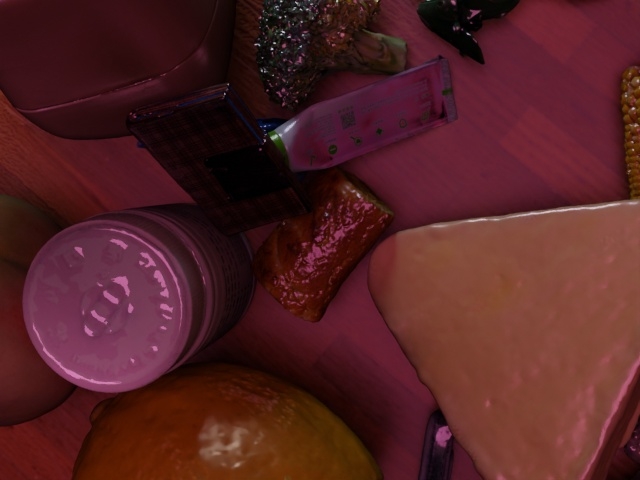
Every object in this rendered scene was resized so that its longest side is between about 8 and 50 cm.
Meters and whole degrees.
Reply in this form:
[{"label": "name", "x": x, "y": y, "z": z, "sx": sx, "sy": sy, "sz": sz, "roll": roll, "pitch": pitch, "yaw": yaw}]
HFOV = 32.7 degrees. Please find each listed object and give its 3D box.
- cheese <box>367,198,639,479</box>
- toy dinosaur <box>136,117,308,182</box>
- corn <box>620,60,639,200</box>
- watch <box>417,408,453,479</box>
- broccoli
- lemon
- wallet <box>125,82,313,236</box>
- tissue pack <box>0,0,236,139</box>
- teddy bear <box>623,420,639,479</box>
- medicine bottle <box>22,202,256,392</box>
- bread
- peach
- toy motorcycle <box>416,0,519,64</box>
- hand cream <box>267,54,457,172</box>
[{"label": "cheese", "x": 0.274, "y": 0.085, "z": 1.242, "sx": 0.384, "sy": 0.104, "sz": 0.384, "roll": -4, "pitch": 81, "yaw": 26}, {"label": "toy dinosaur", "x": -0.079, "y": -0.111, "z": 1.344, "sx": 0.329, "sy": 0.144, "sz": 0.076, "roll": -9, "pitch": 67, "yaw": -24}, {"label": "corn", "x": 0.408, "y": -0.063, "z": 1.291, "sx": 0.097, "sy": 0.097, "sz": 0.319, "roll": -4, "pitch": 96, "yaw": 9}, {"label": "watch", "x": 0.220, "y": 0.292, "z": 1.359, "sx": 0.193, "sy": 0.068, "sz": 0.206, "roll": 9, "pitch": 99, "yaw": 5}, {"label": "broccoli", "x": 0.018, "y": -0.246, "z": 1.328, "sx": 0.194, "sy": 0.194, "sz": 0.219, "roll": 2, "pitch": 71, "yaw": 9}, {"label": "lemon", "x": -0.127, "y": 0.300, "z": 1.277, "sx": 0.364, "sy": 0.364, "sz": 0.364, "roll": 1, "pitch": 94, "yaw": 9}, {"label": "wallet", "x": -0.105, "y": -0.082, "z": 1.200, "sx": 0.124, "sy": 0.230, "sz": 0.042, "roll": -14, "pitch": 53, "yaw": 18}, {"label": "tissue pack", "x": -0.231, "y": -0.299, "z": 1.236, "sx": 0.267, "sy": 0.277, "sz": 0.387, "roll": -12, "pitch": 48, "yaw": 12}, {"label": "teddy bear", "x": 0.458, "y": 0.285, "z": 1.280, "sx": 0.236, "sy": 0.151, "sz": 0.267, "roll": 35, "pitch": 94, "yaw": -2}, {"label": "medicine bottle", "x": -0.197, "y": 0.055, "z": 1.270, "sx": 0.190, "sy": 0.332, "sz": 0.190, "roll": 1, "pitch": 94, "yaw": 9}, {"label": "bread", "x": 0.000, "y": 0.000, "z": 1.334, "sx": 0.103, "sy": 0.132, "sz": 0.172, "roll": 30, "pitch": 103, "yaw": -39}, {"label": "peach", "x": -0.399, "y": 0.090, "z": 1.335, "sx": 0.247, "sy": 0.292, "sz": 0.292, "roll": -33, "pitch": 89, "yaw": 1}, {"label": "toy motorcycle", "x": 0.227, "y": -0.311, "z": 1.288, "sx": 0.275, "sy": 0.125, "sz": 0.187, "roll": -11, "pitch": 83, "yaw": 9}, {"label": "hand cream", "x": 0.041, "y": -0.141, "z": 1.304, "sx": 0.275, "sy": 0.079, "sz": 0.050, "roll": -23, "pitch": 54, "yaw": -19}]
